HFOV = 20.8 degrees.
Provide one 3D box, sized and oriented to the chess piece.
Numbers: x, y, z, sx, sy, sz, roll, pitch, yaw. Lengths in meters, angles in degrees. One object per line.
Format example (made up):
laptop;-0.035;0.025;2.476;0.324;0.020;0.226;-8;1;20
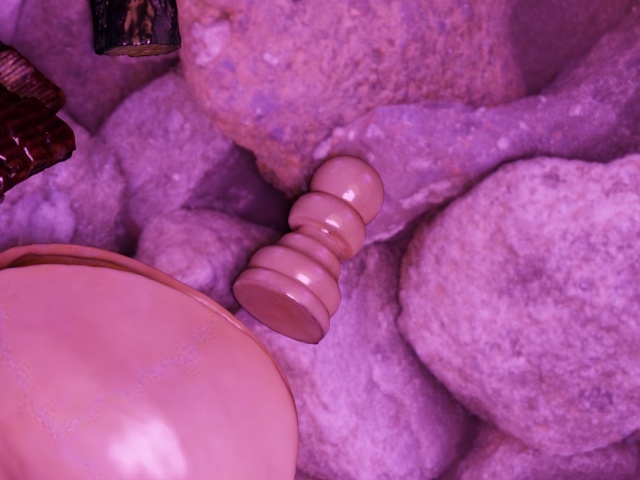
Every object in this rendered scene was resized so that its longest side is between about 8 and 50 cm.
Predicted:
chess piece;0.000;0.000;1.575;0.094;0.094;0.170;37;63;-13

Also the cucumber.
cucumber;-0.169;-0.271;1.553;0.078;0.062;0.211;-3;83;-22

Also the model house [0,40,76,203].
model house;-0.367;-0.115;1.331;0.317;0.282;0.297;47;69;-9

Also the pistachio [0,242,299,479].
pistachio;-0.169;0.137;1.414;0.321;0.229;0.238;29;99;-4
